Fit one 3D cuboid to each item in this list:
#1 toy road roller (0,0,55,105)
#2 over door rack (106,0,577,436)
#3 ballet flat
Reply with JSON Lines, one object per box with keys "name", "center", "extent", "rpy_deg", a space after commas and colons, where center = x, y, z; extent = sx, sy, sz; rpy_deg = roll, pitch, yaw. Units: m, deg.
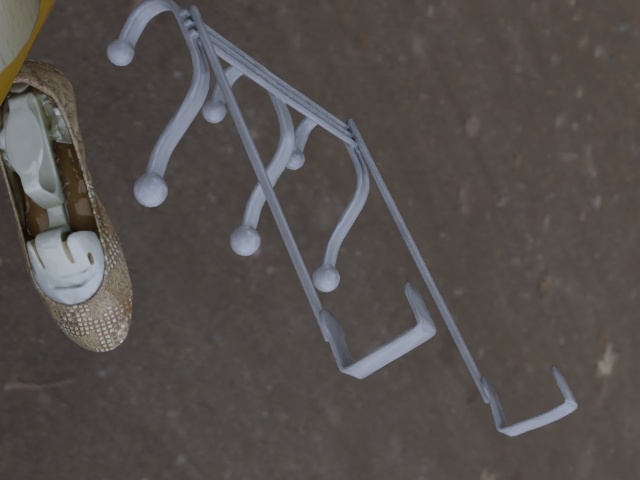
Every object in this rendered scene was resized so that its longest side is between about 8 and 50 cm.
{"name": "toy road roller", "center": [-0.198, -0.199, 0.473], "extent": [0.203, 0.240, 0.330], "rpy_deg": [90, 6, -47]}
{"name": "over door rack", "center": [0.000, 0.000, 0.898], "extent": [0.108, 0.324, 0.239], "rpy_deg": [-45, 147, 12]}
{"name": "ballet flat", "center": [-0.181, -0.020, 0.902], "extent": [0.067, 0.073, 0.206], "rpy_deg": [-30, 102, -81]}
